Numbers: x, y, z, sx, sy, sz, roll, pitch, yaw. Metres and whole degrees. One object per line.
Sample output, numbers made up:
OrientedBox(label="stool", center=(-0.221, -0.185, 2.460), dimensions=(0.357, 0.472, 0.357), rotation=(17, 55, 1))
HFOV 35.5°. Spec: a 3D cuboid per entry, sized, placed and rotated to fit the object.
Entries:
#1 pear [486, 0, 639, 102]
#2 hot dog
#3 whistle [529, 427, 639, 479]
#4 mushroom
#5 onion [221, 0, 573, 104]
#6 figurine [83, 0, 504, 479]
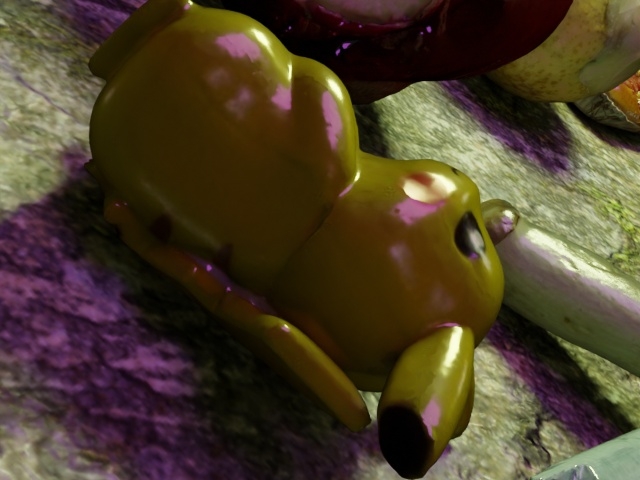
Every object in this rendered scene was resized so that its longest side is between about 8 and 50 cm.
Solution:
OrientedBox(label="pear", center=(0.296, -0.294, 1.221), dimensions=(0.271, 0.271, 0.271), rotation=(29, 33, -21))
OrientedBox(label="hot dog", center=(0.450, -0.213, 1.473), dimensions=(0.268, 0.075, 0.144), rotation=(-4, 51, -54))
OrientedBox(label="whistle", center=(0.236, 0.178, 0.759), dimensions=(0.312, 0.062, 0.062), rotation=(-2, 52, -50))
OrientedBox(label="mushroom", center=(0.248, 0.065, 0.858), dimensions=(0.312, 0.081, 0.100), rotation=(32, 22, 6))
OrientedBox(label="onion", center=(0.065, -0.289, 0.898), dimensions=(0.341, 0.341, 0.341), rotation=(29, 33, -21))
OrientedBox(label="figurine", center=(-0.006, -0.005, 0.606), dimensions=(0.327, 0.169, 0.218), rotation=(38, 7, 3))
